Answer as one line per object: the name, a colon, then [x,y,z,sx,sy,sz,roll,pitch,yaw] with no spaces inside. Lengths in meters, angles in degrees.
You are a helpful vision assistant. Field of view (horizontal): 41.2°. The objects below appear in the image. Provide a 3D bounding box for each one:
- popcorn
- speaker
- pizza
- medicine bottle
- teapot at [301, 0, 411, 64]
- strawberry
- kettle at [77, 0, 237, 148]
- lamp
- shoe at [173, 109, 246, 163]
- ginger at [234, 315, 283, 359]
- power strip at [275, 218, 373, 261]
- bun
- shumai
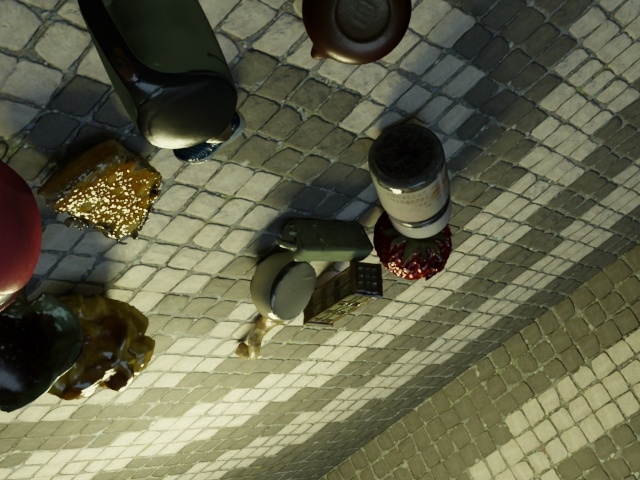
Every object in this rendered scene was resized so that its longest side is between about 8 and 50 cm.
popcorn: [-0.490,0.223,1.827,0.265,0.225,0.332,-10,171,-9]
speaker: [-0.577,-0.007,1.289,0.294,0.294,0.294,-21,151,-12]
pizza: [-0.381,-0.080,1.553,0.189,0.071,0.297,-41,155,-1]
medicine bottle: [0.206,-0.126,1.890,0.165,0.165,0.273,-29,152,1]
teapot: [0.065,-0.397,1.379,0.178,0.135,0.252,31,101,-26]
strawberry: [0.223,0.013,2.122,0.205,0.205,0.244,-22,163,-11]
kettle: [-0.239,-0.265,1.175,0.165,0.255,0.240,-35,151,18]
lamp: [0.050,0.143,2.166,0.090,0.089,0.325,6,158,-21]
shoe: [-0.204,-0.192,1.527,0.143,0.064,0.071,-33,153,4]
ginger: [-0.142,0.231,2.289,0.089,0.075,0.288,-3,140,-46]
power strip: [0.000,0.000,1.993,0.288,0.093,0.053,2,144,-42]
bun: [-0.103,0.106,2.049,0.173,0.120,0.172,-28,129,-42]
shumai: [-0.594,0.202,1.498,0.330,0.288,0.292,-56,177,0]
